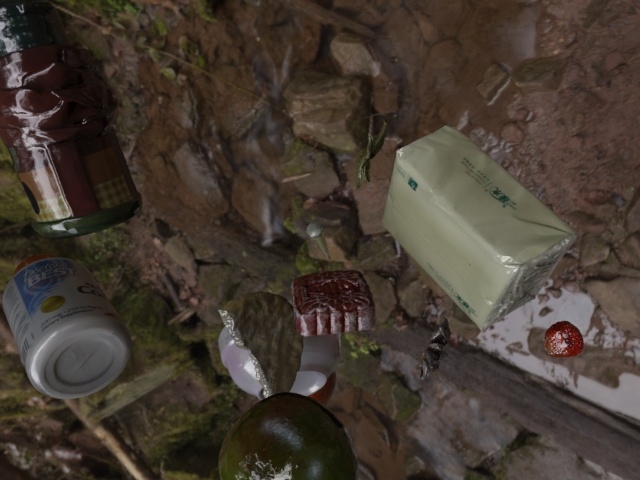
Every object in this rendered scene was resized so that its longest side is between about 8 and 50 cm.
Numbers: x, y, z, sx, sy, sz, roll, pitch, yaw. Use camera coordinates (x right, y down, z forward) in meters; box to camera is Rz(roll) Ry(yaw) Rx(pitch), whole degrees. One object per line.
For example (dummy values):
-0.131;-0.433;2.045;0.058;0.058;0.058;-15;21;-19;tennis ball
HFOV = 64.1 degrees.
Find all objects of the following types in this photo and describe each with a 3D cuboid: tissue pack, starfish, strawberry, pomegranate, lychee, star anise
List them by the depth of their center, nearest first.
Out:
-0.057;0.295;0.617;0.182;0.224;0.181;14;118;29;pomegranate
0.529;0.213;1.111;0.083;0.083;0.096;36;162;22;strawberry
0.332;-0.029;1.147;0.380;0.207;0.297;50;159;30;tissue pack
0.136;-0.237;1.418;0.050;0.223;0.216;21;159;6;starfish
0.343;0.322;1.506;0.065;0.182;0.195;20;79;13;star anise
-0.056;0.507;1.887;0.255;0.255;0.299;21;126;32;lychee

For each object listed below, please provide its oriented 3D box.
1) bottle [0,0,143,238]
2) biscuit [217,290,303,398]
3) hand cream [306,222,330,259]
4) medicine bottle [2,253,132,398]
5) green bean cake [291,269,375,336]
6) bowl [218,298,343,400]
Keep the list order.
-0.318;-0.147;0.621;0.156;0.143;0.271;2;114;34;bottle
-0.087;0.179;0.929;0.032;0.133;0.249;11;134;43;biscuit
0.000;0.000;1.295;0.061;0.039;0.143;56;178;26;hand cream
-0.454;0.129;0.893;0.289;0.157;0.156;36;129;42;medicine bottle
0.020;0.102;0.875;0.135;0.135;0.056;-4;117;-6;green bean cake
-0.077;0.267;1.153;0.287;0.287;0.143;-56;40;39;bowl
